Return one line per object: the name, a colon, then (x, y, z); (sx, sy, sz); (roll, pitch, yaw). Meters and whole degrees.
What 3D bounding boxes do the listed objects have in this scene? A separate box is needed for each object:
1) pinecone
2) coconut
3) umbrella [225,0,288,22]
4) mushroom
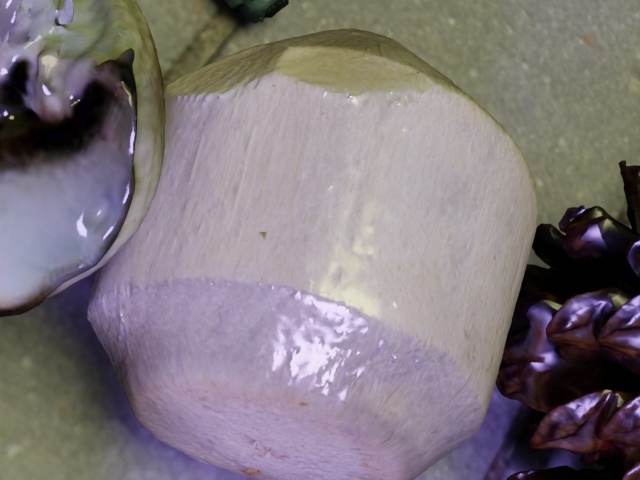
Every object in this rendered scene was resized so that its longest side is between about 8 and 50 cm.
pinecone: (0.237, 0.089, 0.919); (0.298, 0.242, 0.296); (9, 71, -35)
coconut: (0.000, 0.000, 0.816); (0.237, 0.237, 0.266); (28, 66, -20)
umbrella: (-0.108, -0.250, 0.949); (0.250, 0.052, 0.053); (51, 37, -8)
mushroom: (-0.193, -0.080, 0.754); (0.164, 0.267, 0.189); (-53, 148, -62)
